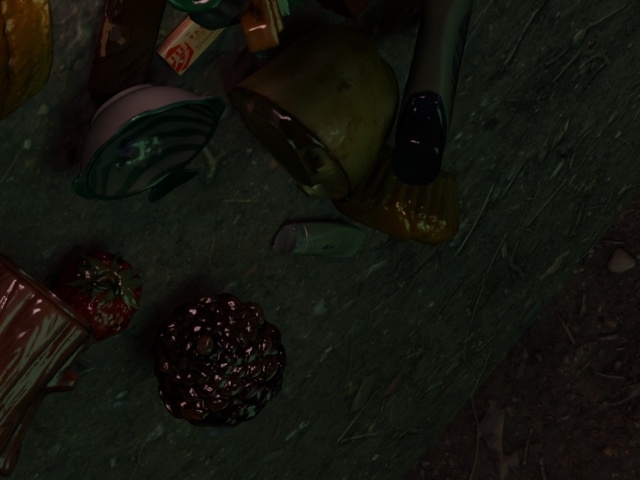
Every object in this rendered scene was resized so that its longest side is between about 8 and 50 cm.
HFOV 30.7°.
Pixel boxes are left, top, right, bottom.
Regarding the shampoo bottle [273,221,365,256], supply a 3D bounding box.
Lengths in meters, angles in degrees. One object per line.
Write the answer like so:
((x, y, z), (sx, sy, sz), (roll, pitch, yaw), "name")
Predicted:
((0.000, 0.000, 2.080), (0.212, 0.049, 0.072), (-3, 134, -54), "shampoo bottle")

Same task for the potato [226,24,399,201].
((0.012, -0.197, 1.672), (0.242, 0.242, 0.285), (-45, 149, -4), "potato")

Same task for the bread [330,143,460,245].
((0.133, -0.079, 1.977), (0.240, 0.240, 0.139), (10, 105, -59), "bread")

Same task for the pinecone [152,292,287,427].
((-0.167, 0.206, 1.938), (0.224, 0.224, 0.272), (-41, 165, -13), "pinecone")

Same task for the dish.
((-0.232, -0.135, 1.513), (0.224, 0.078, 0.246), (-33, 163, -6), "dish")

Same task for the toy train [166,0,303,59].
((-0.070, -0.380, 1.166), (0.249, 0.178, 0.429), (-14, 126, 0), "toy train")

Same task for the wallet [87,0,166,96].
((-0.231, -0.254, 1.430), (0.095, 0.026, 0.176), (-20, 143, -45), "wallet")

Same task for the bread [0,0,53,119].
((-0.358, -0.214, 1.119), (0.142, 0.195, 0.270), (-42, 157, -32), "bread")

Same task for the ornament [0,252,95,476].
((-0.418, 0.150, 1.497), (0.218, 0.221, 0.235), (-51, 175, -8), "ornament")

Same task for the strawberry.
((-0.320, 0.092, 1.657), (0.131, 0.131, 0.148), (-24, 143, -39), "strawberry")

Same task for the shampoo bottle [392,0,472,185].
((0.169, -0.251, 1.741), (0.134, 0.078, 0.360), (90, 12, -51), "shampoo bottle")

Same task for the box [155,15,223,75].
((-0.167, -0.264, 1.521), (0.093, 0.015, 0.058), (-47, 152, -1), "box")

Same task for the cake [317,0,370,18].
((0.000, -0.381, 1.430), (0.151, 0.177, 0.283), (-48, 154, 1), "cake")
